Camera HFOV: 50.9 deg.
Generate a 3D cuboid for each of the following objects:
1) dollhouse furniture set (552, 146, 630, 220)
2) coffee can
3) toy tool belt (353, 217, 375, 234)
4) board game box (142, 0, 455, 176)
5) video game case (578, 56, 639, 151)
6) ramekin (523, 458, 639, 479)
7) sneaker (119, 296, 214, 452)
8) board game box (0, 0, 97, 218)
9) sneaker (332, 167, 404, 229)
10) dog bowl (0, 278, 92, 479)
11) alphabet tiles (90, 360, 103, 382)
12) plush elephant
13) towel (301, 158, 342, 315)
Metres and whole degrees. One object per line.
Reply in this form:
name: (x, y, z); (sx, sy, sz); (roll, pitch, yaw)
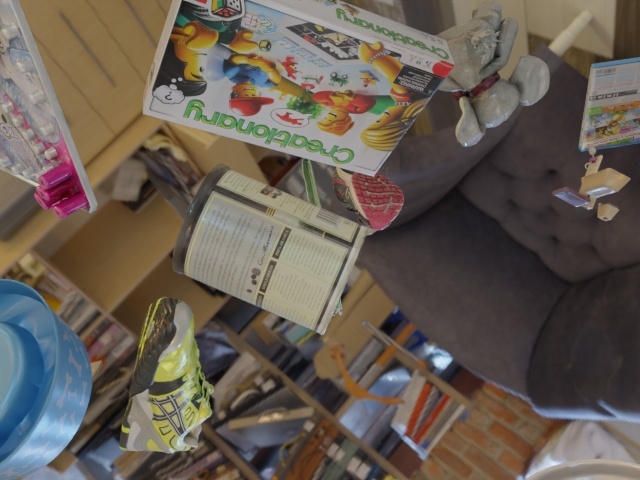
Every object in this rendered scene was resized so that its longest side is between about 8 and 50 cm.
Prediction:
dollhouse furniture set: (0.385, -0.086, 0.884); (0.090, 0.081, 0.114); (26, 170, -7)
coffee can: (-0.082, 0.016, 1.141); (0.275, 0.202, 0.201); (23, 164, 3)
toy tool belt: (0.106, -0.039, 1.596); (0.052, 0.083, 0.051); (53, -168, -41)
board game box: (-0.028, -0.187, 0.766); (0.305, 0.053, 0.193); (12, 139, -22)
video game case: (0.529, -0.241, 1.196); (0.015, 0.119, 0.166); (-101, 3, -53)
ramekin: (0.288, 0.329, 0.673); (0.207, 0.207, 0.109); (16, 128, 60)
sneaker: (-0.251, 0.237, 1.161); (0.147, 0.145, 0.385); (12, 135, -11)
board game box: (-0.464, -0.238, 0.855); (0.389, 0.050, 0.390); (21, 134, 38)
sneaker: (0.101, -0.100, 1.512); (0.120, 0.112, 0.299); (9, -154, -15)
dog bowl: (-0.331, 0.140, 0.572); (0.074, 0.297, 0.166); (55, -158, -60)
alphabet tiles: (-0.572, 0.305, 1.205); (0.285, 0.342, 0.011); (-87, -19, -66)
plush elephant: (0.375, -0.383, 1.582); (0.330, 0.271, 0.256); (-108, -8, -65)
towel: (0.000, 0.000, 1.606); (0.325, 0.038, 0.248); (78, 180, -51)
